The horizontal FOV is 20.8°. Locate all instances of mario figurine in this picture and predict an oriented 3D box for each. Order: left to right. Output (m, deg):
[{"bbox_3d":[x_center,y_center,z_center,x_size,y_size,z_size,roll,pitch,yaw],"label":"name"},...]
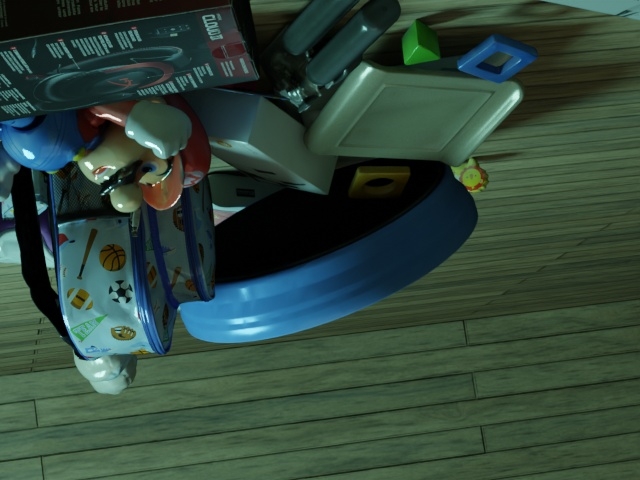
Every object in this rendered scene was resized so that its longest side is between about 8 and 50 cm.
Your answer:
[{"bbox_3d":[-0.252,-0.087,1.748,0.320,0.170,0.198,8,-164,-33],"label":"mario figurine"}]

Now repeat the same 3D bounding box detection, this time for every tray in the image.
[{"bbox_3d":[0.087,-0.161,1.990,0.270,0.030,0.145,-9,162,2],"label":"tray"}]

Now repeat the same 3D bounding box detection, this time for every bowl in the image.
[{"bbox_3d":[0.000,0.000,2.156,0.391,0.077,0.391,-20,-164,6],"label":"bowl"}]

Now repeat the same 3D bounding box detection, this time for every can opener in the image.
[{"bbox_3d":[0.016,-0.204,1.706,0.095,0.076,0.283,-39,-178,-24],"label":"can opener"}]

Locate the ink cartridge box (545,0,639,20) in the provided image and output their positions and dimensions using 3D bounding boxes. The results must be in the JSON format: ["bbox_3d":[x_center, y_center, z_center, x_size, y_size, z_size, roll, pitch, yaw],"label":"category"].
[{"bbox_3d":[0.328,-0.267,1.425,0.289,0.122,0.211,3,164,-45],"label":"ink cartridge box"}]

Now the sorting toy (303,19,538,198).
[{"bbox_3d":[0.099,-0.147,1.917,0.196,0.047,0.348,6,151,-23],"label":"sorting toy"}]

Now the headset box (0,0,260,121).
[{"bbox_3d":[-0.179,-0.192,1.446,0.293,0.110,0.218,-9,169,3],"label":"headset box"}]

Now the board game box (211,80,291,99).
[{"bbox_3d":[-0.101,-0.172,1.780,0.133,0.033,0.168,8,-174,-14],"label":"board game box"}]

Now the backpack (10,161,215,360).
[{"bbox_3d":[-0.221,0.004,1.973,0.213,0.263,0.276,0,170,9],"label":"backpack"}]

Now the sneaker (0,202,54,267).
[{"bbox_3d":[-0.402,-0.028,2.193,0.152,0.114,0.305,0,174,44],"label":"sneaker"}]

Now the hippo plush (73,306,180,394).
[{"bbox_3d":[-0.234,0.096,2.552,0.236,0.234,0.294,-9,168,6],"label":"hippo plush"}]

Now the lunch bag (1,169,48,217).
[{"bbox_3d":[-0.345,-0.068,2.054,0.053,0.071,0.083,-1,166,-26],"label":"lunch bag"}]

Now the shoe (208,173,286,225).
[{"bbox_3d":[-0.109,-0.052,2.359,0.178,0.064,0.081,7,163,-39],"label":"shoe"}]

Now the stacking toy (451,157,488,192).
[{"bbox_3d":[0.101,-0.078,2.399,0.221,0.052,0.167,-13,168,24],"label":"stacking toy"}]

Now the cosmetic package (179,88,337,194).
[{"bbox_3d":[-0.070,-0.110,1.954,0.098,0.060,0.239,9,172,24],"label":"cosmetic package"}]
